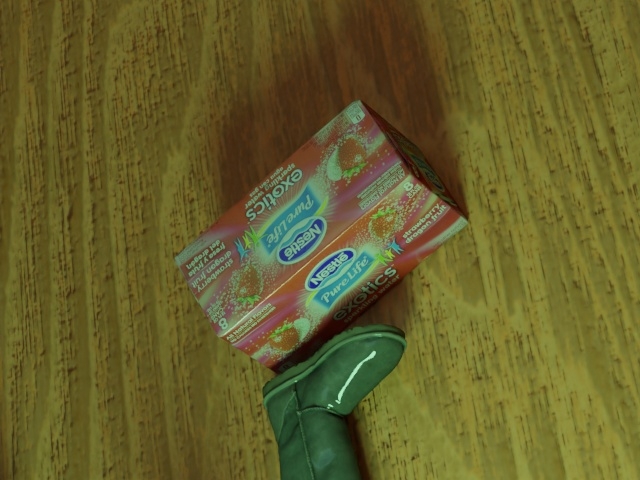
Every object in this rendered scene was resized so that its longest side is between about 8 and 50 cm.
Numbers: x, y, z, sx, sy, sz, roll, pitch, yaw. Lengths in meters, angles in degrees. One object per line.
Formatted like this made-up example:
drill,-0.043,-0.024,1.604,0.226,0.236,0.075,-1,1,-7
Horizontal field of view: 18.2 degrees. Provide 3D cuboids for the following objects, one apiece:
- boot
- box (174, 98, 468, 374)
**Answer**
boot,0.024,0.205,1.923,0.189,0.076,0.208,-37,44,32
box,0.000,0.000,2.002,0.257,0.128,0.123,-40,52,11
